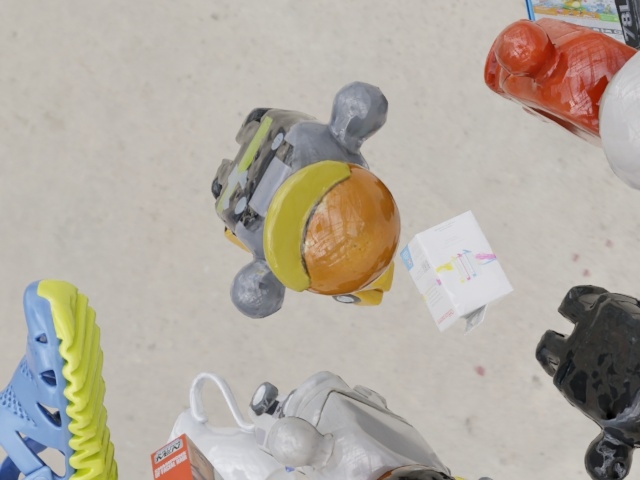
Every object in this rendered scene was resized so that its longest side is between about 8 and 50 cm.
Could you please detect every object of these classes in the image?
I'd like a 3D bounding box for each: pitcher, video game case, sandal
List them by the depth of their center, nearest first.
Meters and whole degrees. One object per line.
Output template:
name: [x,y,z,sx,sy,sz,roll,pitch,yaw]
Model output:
sandal: [-0.302,0.189,1.348,0.138,0.126,0.317,1,114,1]
video game case: [0.320,-0.280,1.561,0.119,0.015,0.166,5,51,-8]
pitcher: [-0.126,0.292,1.736,0.207,0.125,0.178,21,105,41]

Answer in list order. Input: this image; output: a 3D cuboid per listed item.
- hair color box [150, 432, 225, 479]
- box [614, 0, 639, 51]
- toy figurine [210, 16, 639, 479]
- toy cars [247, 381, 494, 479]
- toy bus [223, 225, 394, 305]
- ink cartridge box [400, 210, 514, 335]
hair color box: [-0.139,0.302,1.382,0.053,0.093,0.167,-33,27,3]
box: [0.517,-0.403,1.669,0.073,0.293,0.295,155,106,-71]
toy figurine: [0.072,0.024,0.503,0.148,0.209,0.213,-137,33,-66]
toy cars: [0.065,0.241,1.212,0.393,0.176,0.087,21,76,29]
toy bus: [0.000,0.000,1.939,0.130,0.332,0.108,-11,60,45]
ink cartridge box: [0.186,0.050,1.665,0.090,0.092,0.143,-24,79,-17]
